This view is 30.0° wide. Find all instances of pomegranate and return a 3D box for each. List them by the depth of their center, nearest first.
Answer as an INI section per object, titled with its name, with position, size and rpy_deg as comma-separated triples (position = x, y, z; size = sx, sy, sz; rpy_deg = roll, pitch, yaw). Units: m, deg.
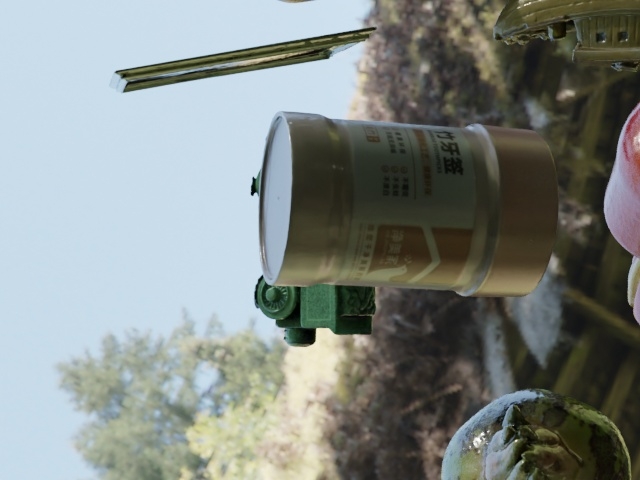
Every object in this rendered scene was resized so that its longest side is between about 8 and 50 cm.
[pomegranate]
position = 0.251, 0.275, 1.345
size = 0.222, 0.204, 0.276
rpy_deg = -64, 5, -16

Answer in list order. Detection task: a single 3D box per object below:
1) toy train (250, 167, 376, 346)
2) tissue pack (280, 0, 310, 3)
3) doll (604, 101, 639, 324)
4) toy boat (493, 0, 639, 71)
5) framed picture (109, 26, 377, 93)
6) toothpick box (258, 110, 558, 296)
[toy train]
position = 0.000, 0.000, 0.964
size = 0.070, 0.099, 0.172
rpy_deg = 6, -97, -54
[tissue pack]
position = -0.039, -0.561, 1.737
size = 0.277, 0.267, 0.387
rpy_deg = 23, -122, -65
[doll]
position = 0.335, -0.056, 1.038
size = 0.182, 0.160, 0.363
rpy_deg = -44, -30, -27
[toy boat]
position = 0.362, -0.267, 1.466
size = 0.089, 0.321, 0.121
rpy_deg = -4, -86, -54
[framed picture]
position = -0.098, -0.207, 1.404
size = 0.296, 0.232, 0.019
rpy_deg = -12, -84, -10
[toothpick box]
position = 0.046, -0.019, 0.673
size = 0.149, 0.098, 0.098
rpy_deg = 3, -72, -12
